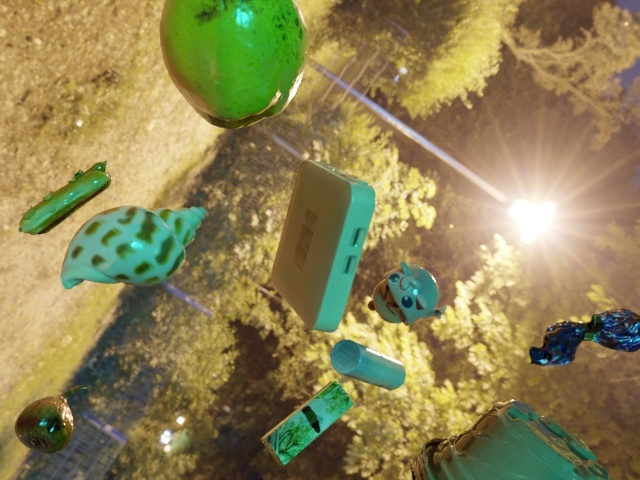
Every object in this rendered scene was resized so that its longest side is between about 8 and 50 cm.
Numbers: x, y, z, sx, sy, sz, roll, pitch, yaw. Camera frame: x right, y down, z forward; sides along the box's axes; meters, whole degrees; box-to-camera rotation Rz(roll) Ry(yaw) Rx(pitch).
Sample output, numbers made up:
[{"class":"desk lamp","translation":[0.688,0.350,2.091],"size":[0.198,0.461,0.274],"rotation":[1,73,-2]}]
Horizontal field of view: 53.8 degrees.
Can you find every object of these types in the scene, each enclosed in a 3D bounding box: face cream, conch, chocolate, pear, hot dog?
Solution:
[{"class":"face cream","translation":[0.111,0.282,1.413],"size":[0.077,0.077,0.250],"rotation":[-57,143,-1]},{"class":"conch","translation":[-0.342,0.006,1.172],"size":[0.183,0.275,0.148],"rotation":[27,-62,54]},{"class":"chocolate","translation":[0.701,0.256,1.688],"size":[0.126,0.343,0.148],"rotation":[-115,-157,-48]},{"class":"pear","translation":[-0.208,-0.457,1.536],"size":[0.391,0.391,0.391],"rotation":[-56,-177,4]},{"class":"hot dog","translation":[-0.618,-0.100,1.531],"size":[0.269,0.072,0.109],"rotation":[-39,-173,-7]}]

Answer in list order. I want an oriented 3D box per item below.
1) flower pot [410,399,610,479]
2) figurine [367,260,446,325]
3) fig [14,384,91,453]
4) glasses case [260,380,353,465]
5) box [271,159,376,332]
[{"class":"flower pot","translation":[0.232,0.278,0.718],"size":[0.140,0.235,0.235],"rotation":[-56,-177,12]},{"class":"figurine","translation":[0.229,0.168,1.720],"size":[0.186,0.176,0.287],"rotation":[-31,168,-2]},{"class":"fig","translation":[-0.693,0.441,1.640],"size":[0.146,0.134,0.201],"rotation":[89,14,-47]},{"class":"glasses case","translation":[-0.034,0.518,1.800],"size":[0.272,0.095,0.062],"rotation":[-35,179,-29]},{"class":"box","translation":[0.000,0.000,1.586],"size":[0.367,0.090,0.373],"rotation":[40,-64,62]}]
